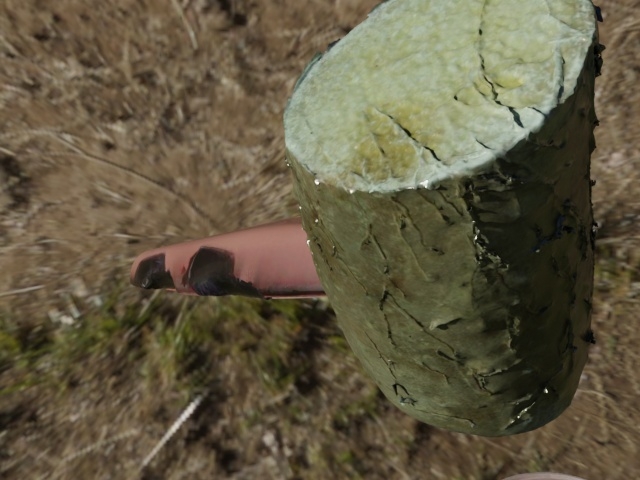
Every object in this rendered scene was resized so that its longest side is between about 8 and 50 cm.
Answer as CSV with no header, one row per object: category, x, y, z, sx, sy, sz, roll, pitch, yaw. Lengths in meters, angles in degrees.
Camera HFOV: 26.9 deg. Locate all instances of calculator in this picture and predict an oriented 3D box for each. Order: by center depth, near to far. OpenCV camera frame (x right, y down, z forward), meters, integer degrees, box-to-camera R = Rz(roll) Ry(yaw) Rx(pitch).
calculator,0.000,0.000,0.902,0.220,0.330,0.048,-15,95,-31

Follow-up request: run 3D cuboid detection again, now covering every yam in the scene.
yam,0.047,-0.004,0.470,0.107,0.183,0.107,-7,51,8

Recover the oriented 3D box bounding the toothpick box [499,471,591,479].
toothpick box,0.138,0.228,0.806,0.098,0.098,0.148,-6,116,-5
